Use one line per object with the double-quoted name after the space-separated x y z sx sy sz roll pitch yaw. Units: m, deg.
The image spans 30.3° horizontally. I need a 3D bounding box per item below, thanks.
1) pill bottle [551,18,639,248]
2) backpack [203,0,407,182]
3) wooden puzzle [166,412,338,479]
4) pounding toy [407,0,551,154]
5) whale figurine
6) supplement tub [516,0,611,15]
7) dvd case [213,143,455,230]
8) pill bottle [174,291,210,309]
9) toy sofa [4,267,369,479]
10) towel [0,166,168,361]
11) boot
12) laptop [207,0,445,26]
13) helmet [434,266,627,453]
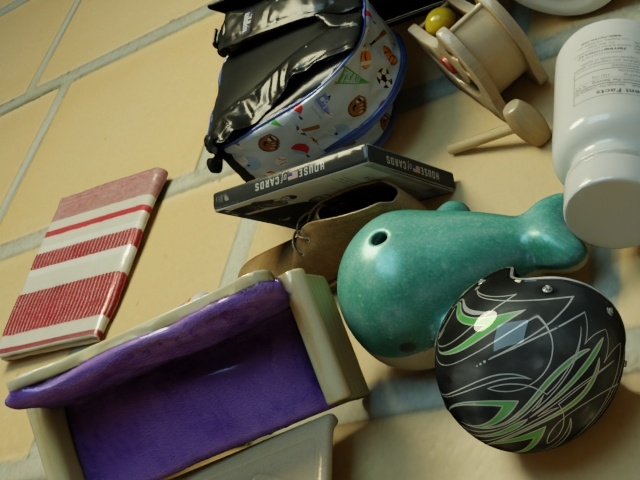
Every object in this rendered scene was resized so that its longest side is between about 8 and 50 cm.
0.304 -0.109 1.211 0.131 0.131 0.229 -20 40 32 "pill bottle"
-0.009 -0.204 1.586 0.263 0.213 0.276 -32 40 32 "backpack"
-0.112 0.365 1.197 0.322 0.080 0.348 -26 33 25 "wooden puzzle"
0.171 -0.210 1.446 0.155 0.154 0.269 -42 33 3 "pounding toy"
0.139 0.021 1.239 0.272 0.141 0.216 -24 38 24 "whale figurine"
0.333 -0.458 1.509 0.193 0.193 0.316 -10 46 41 "supplement tub"
0.016 -0.059 1.437 0.238 0.179 0.029 -16 72 37 "dvd case"
-0.193 0.169 1.450 0.216 0.121 0.121 -36 34 12 "pill bottle"
-0.147 0.165 1.276 0.362 0.177 0.150 -24 78 16 "toy sofa"
-0.374 0.038 1.869 0.237 0.037 0.329 -14 45 35 "towel"
0.000 0.000 1.437 0.305 0.115 0.112 -19 43 35 "boot"
0.108 -0.443 1.696 0.382 0.236 0.408 -12 45 39 "laptop"
0.189 0.110 1.070 0.169 0.169 0.161 -47 17 -5 "helmet"
